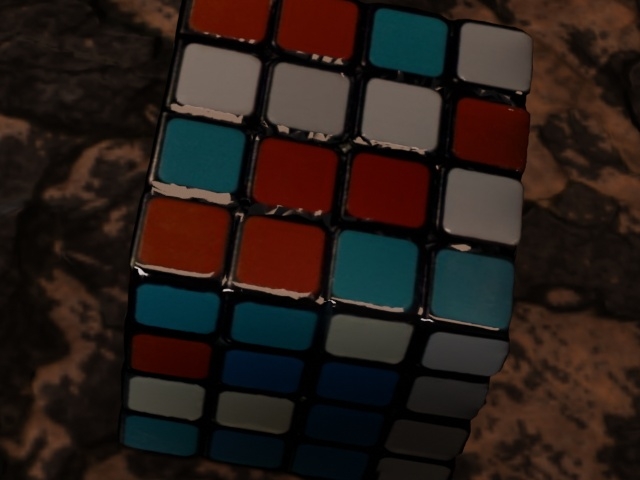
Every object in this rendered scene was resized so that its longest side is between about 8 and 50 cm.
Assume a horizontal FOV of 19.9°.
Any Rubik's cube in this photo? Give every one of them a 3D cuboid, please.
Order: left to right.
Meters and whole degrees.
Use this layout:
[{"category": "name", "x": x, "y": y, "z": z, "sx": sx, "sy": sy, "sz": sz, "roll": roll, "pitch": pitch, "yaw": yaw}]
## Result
[{"category": "Rubik's cube", "x": 0.000, "y": 0.000, "z": 0.776, "sx": 0.151, "sy": 0.154, "sz": 0.155, "roll": 9, "pitch": 58, "yaw": -4}]
